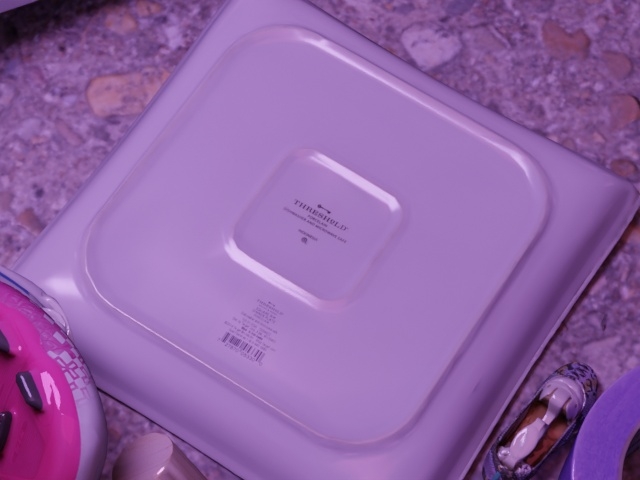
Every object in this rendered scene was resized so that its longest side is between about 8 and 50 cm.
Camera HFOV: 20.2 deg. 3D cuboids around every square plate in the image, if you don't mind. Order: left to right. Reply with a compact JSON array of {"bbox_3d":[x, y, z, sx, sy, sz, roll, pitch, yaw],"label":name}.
[{"bbox_3d":[0.000,0.000,1.258,0.347,0.049,0.344,31,66,13],"label":"square plate"}]

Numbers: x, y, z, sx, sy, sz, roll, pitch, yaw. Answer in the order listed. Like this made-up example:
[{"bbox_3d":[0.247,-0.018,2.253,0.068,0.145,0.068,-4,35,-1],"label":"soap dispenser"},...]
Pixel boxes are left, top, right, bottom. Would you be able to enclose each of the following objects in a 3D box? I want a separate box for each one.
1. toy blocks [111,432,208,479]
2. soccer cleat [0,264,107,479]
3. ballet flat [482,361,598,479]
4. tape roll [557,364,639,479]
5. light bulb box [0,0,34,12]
[{"bbox_3d":[-0.123,0.327,1.024,0.309,0.260,0.289,-30,36,10],"label":"toy blocks"},{"bbox_3d":[-0.192,0.069,1.101,0.143,0.116,0.331,7,14,-40],"label":"soccer cleat"},{"bbox_3d":[0.152,0.122,1.209,0.041,0.041,0.114,37,68,15],"label":"ballet flat"},{"bbox_3d":[0.250,0.172,1.166,0.189,0.080,0.189,0,64,-1],"label":"tape roll"},{"bbox_3d":[-0.297,-0.357,1.286,0.358,0.225,0.361,-23,61,-21],"label":"light bulb box"}]
